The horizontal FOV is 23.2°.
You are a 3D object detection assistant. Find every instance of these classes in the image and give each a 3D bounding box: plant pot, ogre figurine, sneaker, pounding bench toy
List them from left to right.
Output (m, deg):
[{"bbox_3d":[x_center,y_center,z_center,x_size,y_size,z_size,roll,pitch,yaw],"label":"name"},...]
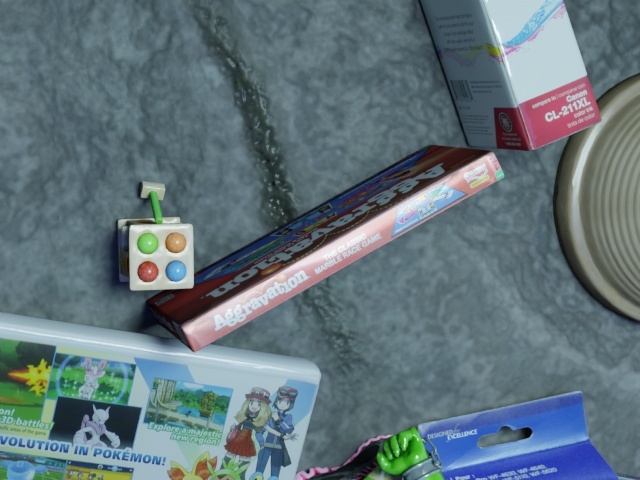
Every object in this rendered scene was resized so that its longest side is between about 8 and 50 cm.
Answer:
[{"bbox_3d":[-0.133,-0.005,1.259,0.052,0.065,0.083,-2,96,-16],"label":"pounding bench toy"},{"bbox_3d":[0.033,0.206,1.336,0.119,0.057,0.047,-24,99,-14],"label":"sneaker"},{"bbox_3d":[0.062,0.260,1.283,0.197,0.118,0.097,-51,151,16],"label":"ogre figurine"},{"bbox_3d":[0.336,-0.036,1.375,0.237,0.110,0.237,-1,95,-16],"label":"plant pot"}]

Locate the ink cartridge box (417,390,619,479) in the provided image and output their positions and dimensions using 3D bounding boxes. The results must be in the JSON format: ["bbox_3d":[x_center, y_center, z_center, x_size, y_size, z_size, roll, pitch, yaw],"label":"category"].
[{"bbox_3d":[0.187,0.310,1.367,0.165,0.065,0.332,-11,98,-15],"label":"ink cartridge box"}]

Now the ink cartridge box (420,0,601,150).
[{"bbox_3d":[0.151,-0.169,1.294,0.072,0.127,0.175,-23,102,-15],"label":"ink cartridge box"}]

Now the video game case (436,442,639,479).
[{"bbox_3d":[0.209,0.300,1.417,0.274,0.026,0.196,13,92,-17],"label":"video game case"}]

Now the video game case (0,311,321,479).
[{"bbox_3d":[-0.190,0.214,1.254,0.329,0.036,0.300,10,104,-17],"label":"video game case"}]

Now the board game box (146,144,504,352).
[{"bbox_3d":[0.000,0.000,1.258,0.281,0.145,0.027,-29,104,-12],"label":"board game box"}]
